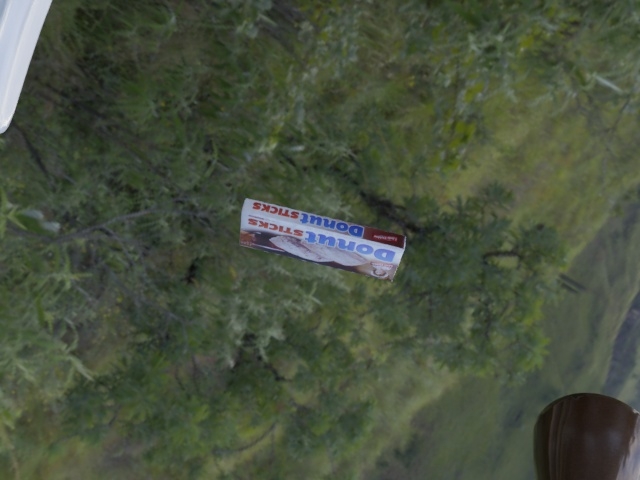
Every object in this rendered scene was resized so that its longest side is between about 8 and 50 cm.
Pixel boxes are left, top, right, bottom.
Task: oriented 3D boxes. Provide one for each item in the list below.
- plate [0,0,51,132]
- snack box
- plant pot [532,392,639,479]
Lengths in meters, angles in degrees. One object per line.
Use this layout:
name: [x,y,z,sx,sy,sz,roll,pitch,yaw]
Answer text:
plate: [-0.408,-0.256,0.712,0.278,0.277,0.045,-58,-153,25]
snack box: [0.000,0.000,0.814,0.064,0.178,0.022,103,1,-52]
plant pot: [0.453,0.410,1.250,0.215,0.215,0.230,-62,170,29]
